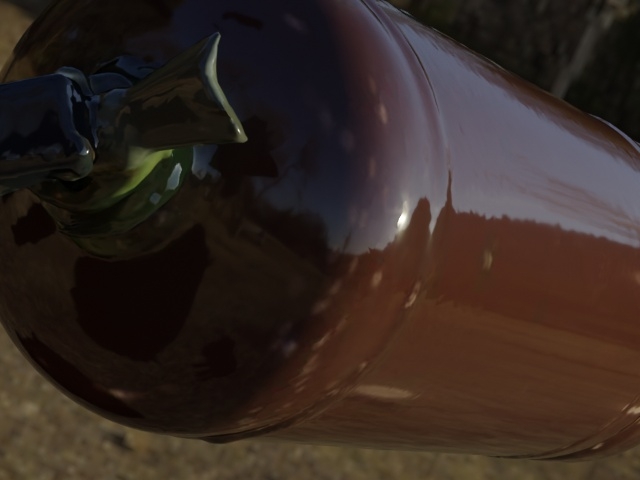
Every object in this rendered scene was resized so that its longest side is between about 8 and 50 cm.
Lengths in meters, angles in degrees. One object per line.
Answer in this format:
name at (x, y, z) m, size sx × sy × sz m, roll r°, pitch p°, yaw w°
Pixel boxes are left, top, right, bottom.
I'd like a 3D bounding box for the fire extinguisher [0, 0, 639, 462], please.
fire extinguisher at (0.000, 0.000, 0.501) m, size 0.135 × 0.114 × 0.337 m, roll -17°, pitch -15°, yaw 23°
